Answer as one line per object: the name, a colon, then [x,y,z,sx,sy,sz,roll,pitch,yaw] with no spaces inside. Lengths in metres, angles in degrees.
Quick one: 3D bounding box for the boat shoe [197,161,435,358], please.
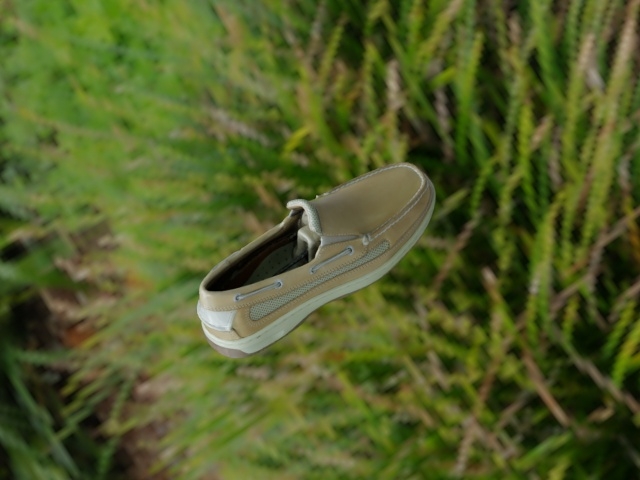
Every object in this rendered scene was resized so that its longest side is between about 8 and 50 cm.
boat shoe: [0.000,0.000,1.227,0.068,0.190,0.072,34,152,35]
